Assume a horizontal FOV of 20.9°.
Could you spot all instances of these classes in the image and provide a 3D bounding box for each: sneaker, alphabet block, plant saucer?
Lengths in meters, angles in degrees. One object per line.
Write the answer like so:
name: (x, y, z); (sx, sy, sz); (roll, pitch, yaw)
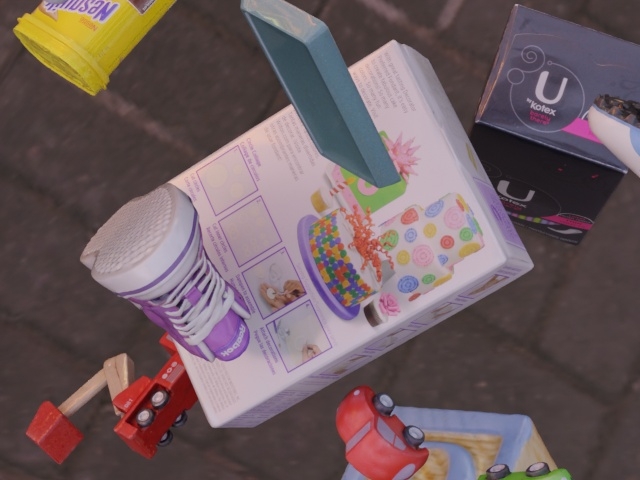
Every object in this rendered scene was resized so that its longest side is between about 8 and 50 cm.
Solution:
sneaker: (0.280, -0.018, 1.228); (0.237, 0.085, 0.086); (36, 108, -6)
alphabet block: (0.140, 0.307, 1.801); (0.197, 0.193, 0.192); (58, 47, -38)
sneaker: (-0.109, 0.037, 1.471); (0.161, 0.282, 0.102); (44, 85, -10)
plant saucer: (0.000, -0.092, 1.090); (0.067, 0.192, 0.018); (31, 75, 28)

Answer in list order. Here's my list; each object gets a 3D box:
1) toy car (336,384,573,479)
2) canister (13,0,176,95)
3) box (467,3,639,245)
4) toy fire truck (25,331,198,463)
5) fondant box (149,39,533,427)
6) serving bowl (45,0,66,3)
toy car: (0.127, 0.243, 1.587); (0.053, 0.225, 0.239); (-33, 109, -54)
canister: (-0.236, -0.257, 1.898); (0.170, 0.126, 0.073); (-50, 144, -11)
box: (0.244, -0.116, 1.851); (0.165, 0.270, 0.143); (19, 74, 4)
toy fire truck: (-0.195, 0.156, 1.768); (0.192, 0.135, 0.047); (-52, 137, -17)
fondant box: (0.000, 0.000, 1.639); (0.330, 0.096, 0.238); (-31, 72, 19)
serving bowl: (-0.212, -0.222, 1.320); (0.027, 0.083, 0.083); (-34, 97, 24)
